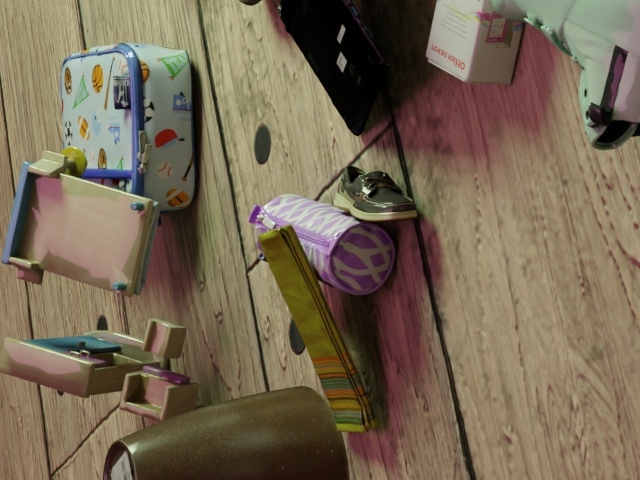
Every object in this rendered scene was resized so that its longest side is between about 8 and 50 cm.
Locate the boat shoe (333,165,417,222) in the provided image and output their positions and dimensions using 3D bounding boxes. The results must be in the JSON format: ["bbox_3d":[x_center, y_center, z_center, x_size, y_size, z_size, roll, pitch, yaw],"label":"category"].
[{"bbox_3d":[0.054,-0.050,1.925,0.152,0.056,0.049,19,111,62],"label":"boat shoe"}]

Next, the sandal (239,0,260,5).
[{"bbox_3d":[-0.094,-0.428,2.193,0.120,0.086,0.303,-16,75,62],"label":"sandal"}]

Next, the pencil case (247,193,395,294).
[{"bbox_3d":[0.000,0.000,1.994,0.206,0.088,0.086,19,78,59],"label":"pencil case"}]

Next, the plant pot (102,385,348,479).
[{"bbox_3d":[-0.120,0.273,2.062,0.215,0.230,0.215,-6,83,62],"label":"plant pot"}]

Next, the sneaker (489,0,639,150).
[{"bbox_3d":[0.217,-0.158,1.565,0.256,0.094,0.151,16,97,59],"label":"sneaker"}]

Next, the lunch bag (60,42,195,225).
[{"bbox_3d":[-0.265,-0.143,2.493,0.303,0.115,0.243,7,97,64],"label":"lunch bag"}]

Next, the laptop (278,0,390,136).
[{"bbox_3d":[0.037,-0.281,1.932,0.264,0.136,0.234,58,168,10],"label":"laptop"}]

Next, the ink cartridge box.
[{"bbox_3d":[0.152,-0.218,1.747,0.088,0.052,0.122,41,124,56],"label":"ink cartridge box"}]

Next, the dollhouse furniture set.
[{"bbox_3d":[-0.244,0.049,2.391,0.286,0.198,0.303,14,97,24],"label":"dollhouse furniture set"}]

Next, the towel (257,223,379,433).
[{"bbox_3d":[-0.007,0.098,1.974,0.237,0.021,0.102,67,158,-2],"label":"towel"}]
